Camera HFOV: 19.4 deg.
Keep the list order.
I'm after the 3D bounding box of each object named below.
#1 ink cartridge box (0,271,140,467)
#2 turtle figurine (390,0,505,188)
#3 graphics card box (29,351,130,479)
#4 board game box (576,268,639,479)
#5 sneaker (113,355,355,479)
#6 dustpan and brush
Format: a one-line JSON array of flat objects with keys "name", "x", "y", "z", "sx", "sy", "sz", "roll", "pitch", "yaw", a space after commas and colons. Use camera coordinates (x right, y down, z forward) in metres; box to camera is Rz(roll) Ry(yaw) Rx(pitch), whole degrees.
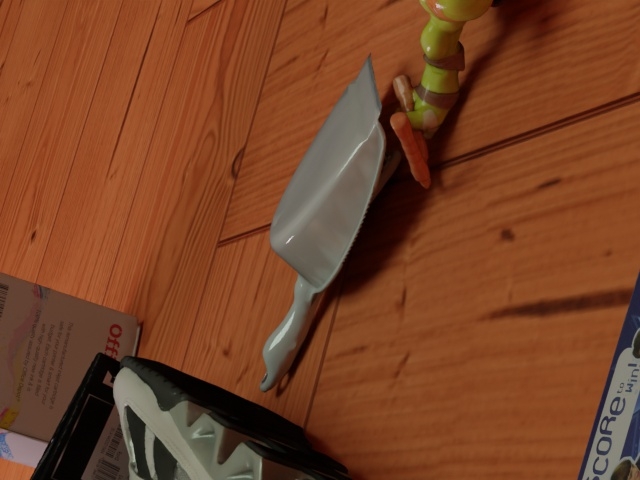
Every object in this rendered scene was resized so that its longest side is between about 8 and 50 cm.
[{"name": "ink cartridge box", "x": -0.244, "y": 0.102, "z": 1.474, "sx": 0.072, "sy": 0.175, "sz": 0.127, "roll": -41, "pitch": 34, "yaw": 55}, {"name": "turtle figurine", "x": 0.074, "y": -0.185, "z": 1.075, "sx": 0.217, "sy": 0.087, "sz": 0.269, "roll": -94, "pitch": 1, "yaw": -59}, {"name": "graphics card box", "x": -0.189, "y": 0.265, "z": 1.167, "sx": 0.232, "sy": 0.094, "sz": 0.371, "roll": -60, "pitch": 8, "yaw": 30}, {"name": "board game box", "x": 0.161, "y": 0.059, "z": 0.736, "sx": 0.136, "sy": 0.035, "sz": 0.201, "roll": -1, "pitch": 70, "yaw": 67}, {"name": "sneaker", "x": -0.066, "y": 0.162, "z": 1.065, "sx": 0.146, "sy": 0.122, "sz": 0.330, "roll": -66, "pitch": 21, "yaw": 2}, {"name": "dustpan and brush", "x": 0.000, "y": 0.000, "z": 1.165, "sx": 0.211, "sy": 0.060, "sz": 0.147, "roll": -56, "pitch": 12, "yaw": 15}]
